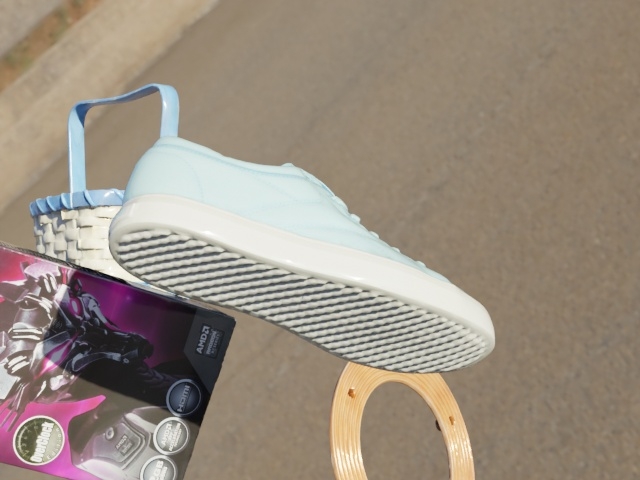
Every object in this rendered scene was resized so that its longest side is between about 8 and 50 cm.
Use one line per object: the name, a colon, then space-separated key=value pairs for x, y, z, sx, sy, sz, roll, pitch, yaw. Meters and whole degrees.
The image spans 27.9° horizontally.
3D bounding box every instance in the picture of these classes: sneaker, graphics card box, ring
sneaker: x=0.000 y=0.000 z=1.159 sx=0.135 sy=0.366 sz=0.150 roll=-45 pitch=28 yaw=50
graphics card box: x=-0.302 y=0.138 z=1.436 sx=0.094 sy=0.371 sz=0.233 roll=13 pitch=84 yaw=65
ring: x=0.117 y=0.313 z=1.874 sx=0.032 sy=0.336 sz=0.336 roll=-21 pitch=26 yaw=36

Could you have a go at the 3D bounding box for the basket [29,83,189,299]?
basket: x=-0.266 y=-0.051 z=1.691 sx=0.201 sy=0.289 sz=0.255 roll=-2 pitch=0 yaw=-36
